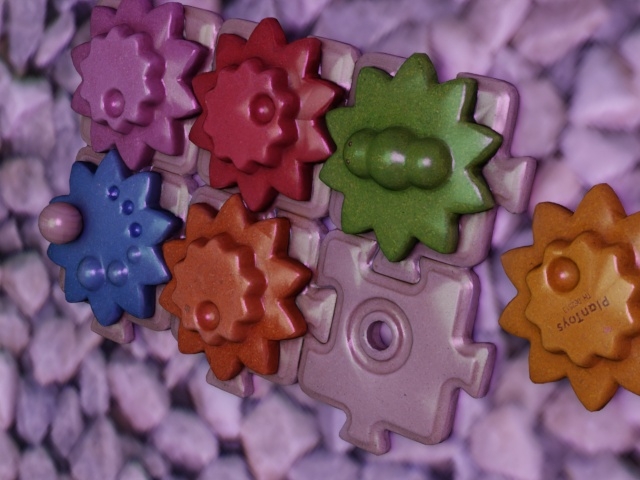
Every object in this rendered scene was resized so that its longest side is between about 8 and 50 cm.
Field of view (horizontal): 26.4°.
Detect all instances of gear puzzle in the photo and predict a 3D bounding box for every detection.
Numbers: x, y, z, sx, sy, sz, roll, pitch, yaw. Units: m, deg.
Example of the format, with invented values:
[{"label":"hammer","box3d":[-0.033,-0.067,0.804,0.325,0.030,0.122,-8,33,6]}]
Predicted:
[{"label":"gear puzzle","box3d":[0.000,0.000,0.587,0.338,0.044,0.176,19,104,33]}]
